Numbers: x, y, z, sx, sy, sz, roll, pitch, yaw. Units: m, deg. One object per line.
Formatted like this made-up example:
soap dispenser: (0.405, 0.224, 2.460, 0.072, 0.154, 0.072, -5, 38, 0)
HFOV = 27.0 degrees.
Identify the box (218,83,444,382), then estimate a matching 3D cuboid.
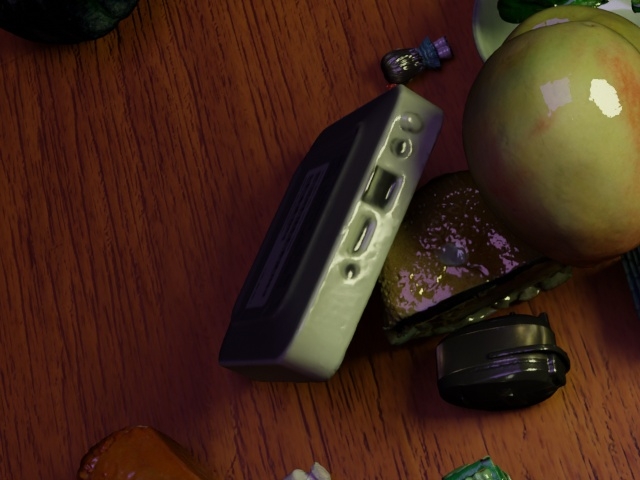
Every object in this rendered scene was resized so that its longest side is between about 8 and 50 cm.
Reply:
box: (0.000, 0.000, 1.681, 0.090, 0.373, 0.367, 26, 77, -13)

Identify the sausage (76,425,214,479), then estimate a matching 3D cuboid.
sausage: (-0.197, 0.349, 1.713, 0.268, 0.153, 0.141, 36, 86, 30)

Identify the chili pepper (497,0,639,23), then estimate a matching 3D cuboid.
chili pepper: (0.337, -0.311, 1.629, 0.253, 0.083, 0.099, 4, 68, 19)

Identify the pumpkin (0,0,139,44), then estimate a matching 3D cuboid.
pumpkin: (-0.417, -0.487, 2.096, 0.363, 0.266, 0.363, -9, 69, 24)

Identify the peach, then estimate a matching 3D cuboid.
peach: (0.286, -0.113, 1.475, 0.247, 0.292, 0.292, -20, 62, 11)

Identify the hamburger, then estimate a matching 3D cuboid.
hamburger: (0.183, 0.006, 1.663, 0.288, 0.167, 0.192, -22, 64, -4)

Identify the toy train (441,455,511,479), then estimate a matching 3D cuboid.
toy train: (0.215, 0.387, 1.523, 0.115, 0.154, 0.269, -31, 60, 11)

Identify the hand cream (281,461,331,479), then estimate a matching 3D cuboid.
hand cream: (-0.042, 0.343, 1.719, 0.142, 0.053, 0.084, -48, 57, 16)

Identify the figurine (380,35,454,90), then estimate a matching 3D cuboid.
figurine: (0.137, -0.252, 1.891, 0.106, 0.047, 0.060, -23, 98, 5)

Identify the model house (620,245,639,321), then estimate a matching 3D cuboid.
model house: (0.451, 0.028, 1.564, 0.183, 0.172, 0.166, -19, 62, 14)

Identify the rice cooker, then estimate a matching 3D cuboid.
rice cooker: (0.221, 0.152, 1.644, 0.165, 0.112, 0.106, -20, 57, 16)

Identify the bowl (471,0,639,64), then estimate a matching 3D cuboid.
bowl: (0.364, -0.272, 1.732, 0.307, 0.163, 0.307, -9, 65, 20)
